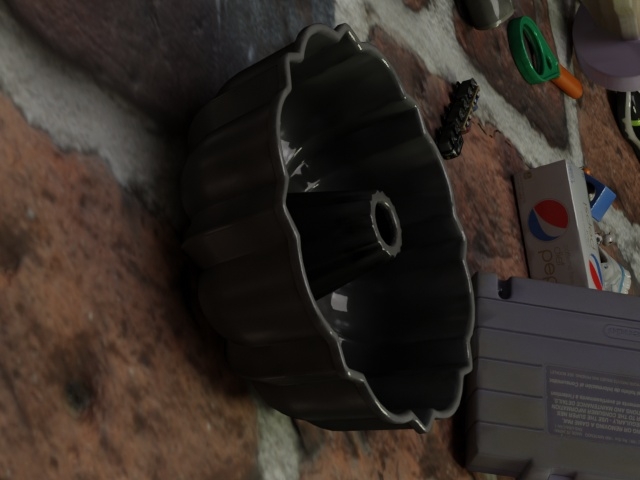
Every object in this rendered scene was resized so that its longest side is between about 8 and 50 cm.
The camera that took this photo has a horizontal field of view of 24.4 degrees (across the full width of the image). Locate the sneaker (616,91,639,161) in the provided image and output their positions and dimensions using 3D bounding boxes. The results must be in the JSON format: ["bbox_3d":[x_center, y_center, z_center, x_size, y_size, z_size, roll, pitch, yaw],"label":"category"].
[{"bbox_3d":[0.551,-0.181,2.391,0.234,0.097,0.084,50,35,-40],"label":"sneaker"}]

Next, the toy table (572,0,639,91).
[{"bbox_3d":[0.454,-0.364,2.166,0.274,0.252,0.160,-91,168,-50],"label":"toy table"}]

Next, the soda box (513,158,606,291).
[{"bbox_3d":[0.296,0.015,1.807,0.069,0.074,0.216,20,59,-59],"label":"soda box"}]

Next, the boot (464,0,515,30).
[{"bbox_3d":[0.166,-0.351,1.773,0.190,0.076,0.208,-39,118,-60],"label":"boot"}]

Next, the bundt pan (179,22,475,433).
[{"bbox_3d":[0.000,0.000,1.176,0.331,0.124,0.330,38,45,-50],"label":"bundt pan"}]

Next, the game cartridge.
[{"bbox_3d":[0.324,0.163,1.536,0.068,0.355,0.230,110,-12,-58],"label":"game cartridge"}]

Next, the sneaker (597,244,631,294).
[{"bbox_3d":[0.360,0.076,1.923,0.083,0.071,0.190,51,25,-28],"label":"sneaker"}]

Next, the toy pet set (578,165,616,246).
[{"bbox_3d":[0.376,-0.057,2.014,0.114,0.065,0.122,29,50,-56],"label":"toy pet set"}]

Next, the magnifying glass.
[{"bbox_3d":[0.312,-0.242,2.042,0.231,0.026,0.092,21,57,-56],"label":"magnifying glass"}]

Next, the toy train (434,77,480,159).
[{"bbox_3d":[0.158,-0.138,1.672,0.036,0.027,0.158,65,28,-27],"label":"toy train"}]
